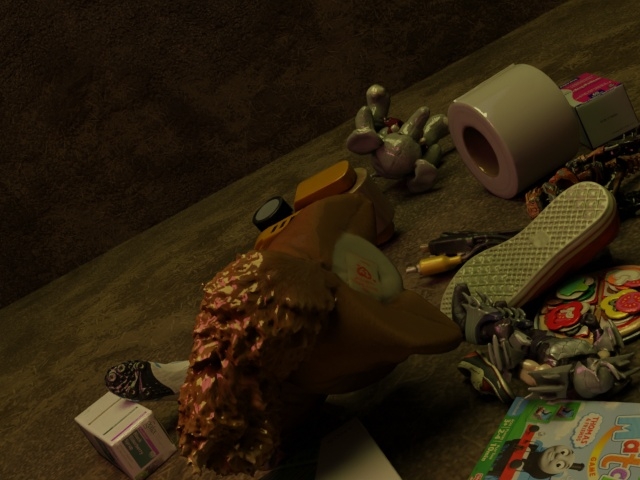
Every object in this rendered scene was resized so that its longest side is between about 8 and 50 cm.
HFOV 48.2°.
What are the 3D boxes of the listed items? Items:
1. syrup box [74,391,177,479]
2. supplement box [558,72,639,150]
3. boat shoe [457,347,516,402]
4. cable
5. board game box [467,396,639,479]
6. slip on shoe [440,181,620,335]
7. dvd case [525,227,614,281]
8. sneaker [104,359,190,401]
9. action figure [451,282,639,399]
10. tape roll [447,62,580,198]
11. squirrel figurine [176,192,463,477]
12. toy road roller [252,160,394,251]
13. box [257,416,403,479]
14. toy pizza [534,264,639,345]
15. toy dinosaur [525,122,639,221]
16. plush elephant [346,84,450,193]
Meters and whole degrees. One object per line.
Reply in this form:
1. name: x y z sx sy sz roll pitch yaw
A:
1. syrup box: -0.375 0.367 1.362 0.096 0.093 0.237 -38 20 -27
2. supplement box: 0.615 -0.298 1.635 0.111 0.114 0.220 -28 16 8
3. boat shoe: 0.228 0.192 0.992 0.043 0.049 0.137 -32 15 1
4. cable: 0.305 0.017 1.354 0.287 0.072 0.139 -7 15 40
5. board game box: 0.283 0.242 0.788 0.211 0.039 0.160 -9 26 46
6. slip on shoe: 0.331 0.044 1.132 0.331 0.101 0.123 -42 44 18
7. dvd case: 0.409 0.015 1.248 0.164 0.018 0.221 -24 19 21
8. sneaker: -0.299 0.276 1.395 0.237 0.085 0.086 2 -27 -21
9. action figure: 0.280 0.134 0.929 0.185 0.099 0.285 7 6 -21
10. tape roll: 0.414 -0.235 1.555 0.169 0.246 0.246 -33 18 -8
11. squirrel figurine: -0.064 0.164 1.015 0.397 0.281 0.370 -11 -32 -50
12. toy road roller: -0.001 -0.002 1.649 0.329 0.202 0.241 -27 29 22
13. box: 0.007 0.358 0.863 0.232 0.058 0.322 -32 16 -8
14. toy pizza: 0.403 0.088 1.035 0.201 0.032 0.201 -27 18 9
15. toy dinosaur: 0.488 -0.112 1.241 0.218 0.164 0.322 -11 29 51
16. plush elephant: 0.214 -0.259 1.917 0.330 0.271 0.255 -61 9 -6
